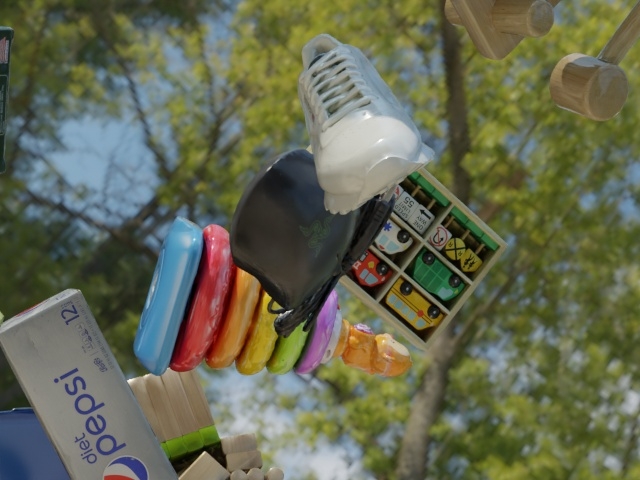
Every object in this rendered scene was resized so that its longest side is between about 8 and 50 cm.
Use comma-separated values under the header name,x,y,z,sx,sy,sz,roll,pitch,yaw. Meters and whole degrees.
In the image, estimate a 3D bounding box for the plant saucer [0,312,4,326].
name,x,y,z,sx,sy,sz,roll,pitch,yaw
plant saucer,-0.278,0.054,0.774,0.188,0.188,0.045,29,-65,-10

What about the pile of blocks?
name,x,y,z,sx,sy,sz,roll,pitch,yaw
pile of blocks,-0.111,0.302,1.741,0.362,0.149,0.112,44,-27,9

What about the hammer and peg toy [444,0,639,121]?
name,x,y,z,sx,sy,sz,roll,pitch,yaw
hammer and peg toy,0.215,-0.308,1.431,0.127,0.266,0.361,21,-28,52

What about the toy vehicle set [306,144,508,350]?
name,x,y,z,sx,sy,sz,roll,pitch,yaw
toy vehicle set,0.076,-0.014,1.770,0.267,0.166,0.035,40,-8,-19

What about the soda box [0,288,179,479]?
name,x,y,z,sx,sy,sz,roll,pitch,yaw
soda box,-0.232,0.196,1.560,0.286,0.098,0.091,63,-13,-7

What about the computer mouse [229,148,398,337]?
name,x,y,z,sx,sy,sz,roll,pitch,yaw
computer mouse,0.000,0.000,1.369,0.072,0.188,0.272,32,-4,20

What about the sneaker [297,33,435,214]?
name,x,y,z,sx,sy,sz,roll,pitch,yaw
sneaker,0.020,-0.091,1.112,0.095,0.090,0.235,64,1,-17

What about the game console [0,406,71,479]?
name,x,y,z,sx,sy,sz,roll,pitch,yaw
game console,-0.422,0.252,1.726,0.250,0.173,0.293,37,-48,24

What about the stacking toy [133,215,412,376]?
name,x,y,z,sx,sy,sz,roll,pitch,yaw
stacking toy,-0.039,0.091,1.637,0.302,0.166,0.175,17,3,-10

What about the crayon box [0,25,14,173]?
name,x,y,z,sx,sy,sz,roll,pitch,yaw
crayon box,-0.574,-0.209,2.043,0.318,0.081,0.202,11,-78,26
